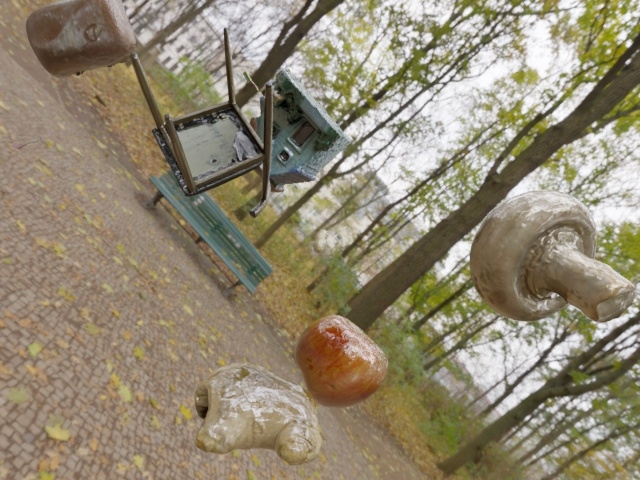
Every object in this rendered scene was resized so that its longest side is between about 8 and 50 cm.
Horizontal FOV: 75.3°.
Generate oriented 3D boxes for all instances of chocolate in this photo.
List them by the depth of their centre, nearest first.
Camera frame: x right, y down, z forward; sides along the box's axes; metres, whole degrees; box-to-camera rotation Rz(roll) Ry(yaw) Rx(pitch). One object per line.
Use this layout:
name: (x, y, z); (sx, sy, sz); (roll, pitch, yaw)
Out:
chocolate: (-0.568, -0.474, 0.961); (0.083, 0.261, 0.161); (-77, 152, -62)

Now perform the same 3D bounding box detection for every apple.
apple: (0.049, 0.390, 1.303); (0.301, 0.301, 0.301); (49, 0, 1)

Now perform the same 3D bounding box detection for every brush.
brush: (-0.257, -0.584, 1.527); (0.083, 0.021, 0.019); (55, 10, -10)

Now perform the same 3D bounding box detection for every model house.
model house: (-0.119, -0.304, 1.284); (0.295, 0.329, 0.252); (50, 19, 8)

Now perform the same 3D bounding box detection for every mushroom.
mushroom: (0.324, 0.036, 0.619); (0.206, 0.206, 0.209); (49, 27, -19)

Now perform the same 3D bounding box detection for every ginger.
ginger: (-0.110, 0.345, 0.800); (0.275, 0.130, 0.221); (4, 27, -41)

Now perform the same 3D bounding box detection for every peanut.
peanut: (0.000, 0.000, 1.077); (0.037, 0.037, 0.083); (50, 36, -33)

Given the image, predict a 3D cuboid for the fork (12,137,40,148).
fork: (-0.660, -0.218, 0.932); (0.115, 0.016, 0.012); (0, -36, 30)

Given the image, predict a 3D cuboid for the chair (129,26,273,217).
chair: (-0.179, -0.166, 0.695); (0.188, 0.166, 0.272); (55, -19, 28)
